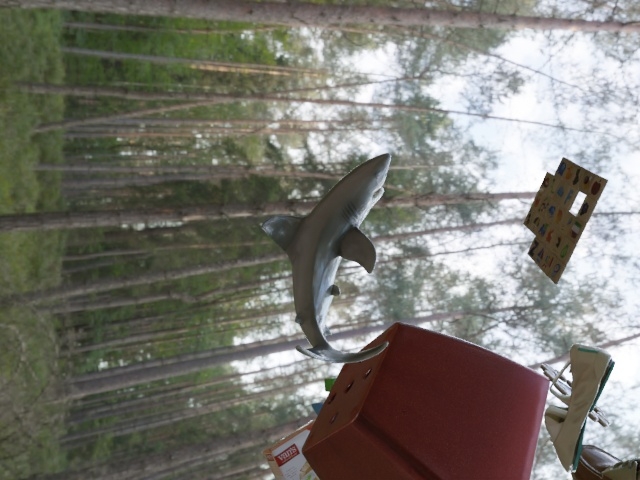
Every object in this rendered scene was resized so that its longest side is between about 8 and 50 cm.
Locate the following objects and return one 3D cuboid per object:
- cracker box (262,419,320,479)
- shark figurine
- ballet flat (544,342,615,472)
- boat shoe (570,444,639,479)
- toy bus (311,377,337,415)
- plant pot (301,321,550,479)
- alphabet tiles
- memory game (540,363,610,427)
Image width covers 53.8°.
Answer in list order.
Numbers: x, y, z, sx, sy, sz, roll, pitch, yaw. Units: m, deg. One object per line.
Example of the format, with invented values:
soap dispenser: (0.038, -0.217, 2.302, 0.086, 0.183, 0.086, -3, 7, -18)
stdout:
cracker box: (-0.016, 0.572, 1.516, 0.232, 0.155, 0.067, 63, -31, 4)
shark figurine: (-0.015, 0.025, 0.681, 0.166, 0.116, 0.278, -32, -145, 42)
ballet flat: (0.421, 0.279, 1.059, 0.086, 0.086, 0.248, 38, -50, 48)
boat shoe: (0.552, 0.428, 1.061, 0.324, 0.122, 0.120, -141, -128, -69)
toy bus: (0.061, 0.360, 1.312, 0.104, 0.202, 0.191, -15, -90, 52)
plant pot: (0.133, 0.280, 0.922, 0.235, 0.267, 0.267, 35, -41, -4)
alphabet tiles: (0.441, -0.049, 1.178, 0.237, 0.009, 0.198, -89, -163, -72)
memory game: (0.557, 0.336, 1.378, 0.012, 0.186, 0.186, -52, -133, 13)
